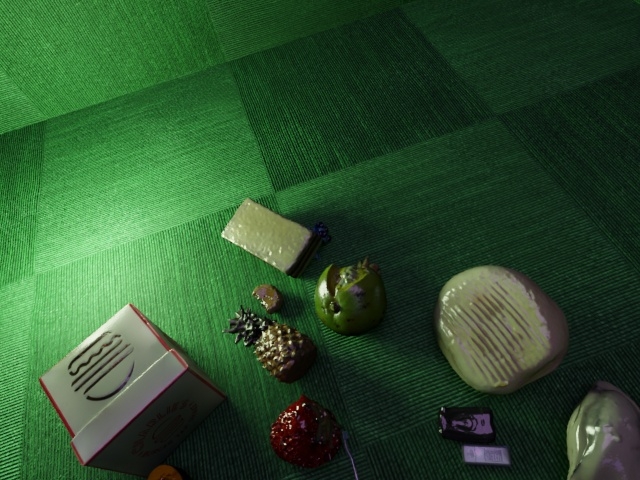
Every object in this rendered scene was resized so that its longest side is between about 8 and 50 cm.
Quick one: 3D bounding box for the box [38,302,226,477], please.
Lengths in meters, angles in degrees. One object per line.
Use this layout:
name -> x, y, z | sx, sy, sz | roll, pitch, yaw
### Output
box -> -0.516, 0.424, 1.184 | 0.300, 0.312, 0.314 | 36, 68, 29

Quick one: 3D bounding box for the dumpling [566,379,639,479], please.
dumpling -> 0.733, 0.497, 1.007 | 0.243, 0.187, 0.318 | 26, 62, 27

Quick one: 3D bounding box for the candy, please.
candy -> -0.171, -0.009, 1.490 | 0.321, 0.135, 0.179 | 27, 86, 22

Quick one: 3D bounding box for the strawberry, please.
strawberry -> -0.050, 0.530, 1.131 | 0.202, 0.187, 0.184 | -35, 80, 19

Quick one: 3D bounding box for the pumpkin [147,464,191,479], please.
pumpkin -> -0.399, 0.698, 1.110 | 0.119, 0.107, 0.183 | -1, 65, 17

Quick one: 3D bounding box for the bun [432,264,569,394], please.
bun -> 0.502, 0.253, 1.191 | 0.361, 0.213, 0.360 | -8, 75, 29

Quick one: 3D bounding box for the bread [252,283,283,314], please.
bread -> -0.173, 0.197, 1.424 | 0.082, 0.060, 0.113 | -37, 61, -14

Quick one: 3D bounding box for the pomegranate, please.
pomegranate -> 0.112, 0.165, 1.328 | 0.236, 0.235, 0.302 | 19, 29, 20

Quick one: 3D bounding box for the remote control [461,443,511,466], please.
remote control -> 0.440, 0.570, 1.109 | 0.125, 0.018, 0.053 | -2, 58, 8

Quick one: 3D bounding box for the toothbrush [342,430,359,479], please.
toothbrush -> 0.085, 0.609, 1.145 | 0.017, 0.014, 0.162 | -25, 56, 15

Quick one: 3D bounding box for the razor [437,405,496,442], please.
razor -> 0.396, 0.501, 1.138 | 0.148, 0.054, 0.090 | -1, 57, 9

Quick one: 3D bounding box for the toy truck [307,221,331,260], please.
toy truck -> 0.000, 0.000, 1.525 | 0.074, 0.063, 0.136 | -26, 58, 13

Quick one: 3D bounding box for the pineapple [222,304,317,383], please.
pineapple -> -0.173, 0.299, 1.311 | 0.341, 0.169, 0.169 | 31, 67, 32
